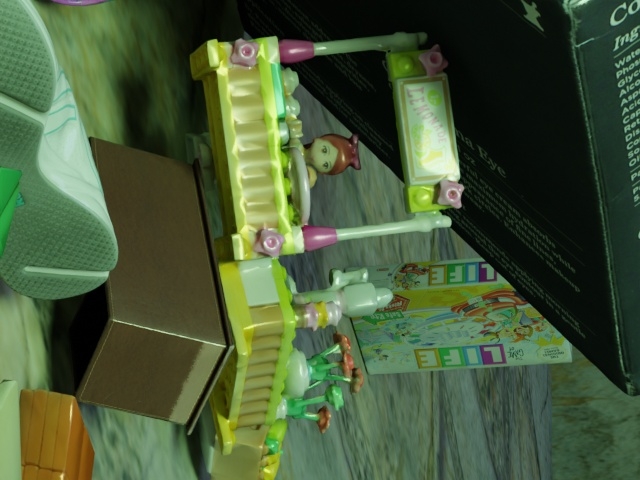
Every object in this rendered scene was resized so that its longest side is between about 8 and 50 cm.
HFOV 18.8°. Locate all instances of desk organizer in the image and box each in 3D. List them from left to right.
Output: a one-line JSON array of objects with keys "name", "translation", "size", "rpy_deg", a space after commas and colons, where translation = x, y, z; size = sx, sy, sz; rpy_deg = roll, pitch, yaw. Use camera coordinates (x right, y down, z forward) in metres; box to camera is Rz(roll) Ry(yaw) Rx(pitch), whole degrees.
[{"name": "desk organizer", "translation": [-0.074, 0.014, 0.790], "size": [0.130, 0.050, 0.047], "rpy_deg": [-105, -145, -53]}]

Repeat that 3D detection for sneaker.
[{"name": "sneaker", "translation": [-0.110, -0.046, 0.658], "size": [0.152, 0.053, 0.061], "rpy_deg": [77, -2, -49]}]

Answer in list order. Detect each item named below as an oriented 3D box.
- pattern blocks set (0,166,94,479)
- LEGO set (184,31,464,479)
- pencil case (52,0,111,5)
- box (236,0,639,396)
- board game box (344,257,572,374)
[{"name": "pattern blocks set", "translation": [-0.107, 0.144, 0.492], "size": [0.285, 0.026, 0.325], "rpy_deg": [-68, 165, -66]}, {"name": "LEGO set", "translation": [0.000, 0.000, 0.877], "size": [0.132, 0.107, 0.287], "rpy_deg": [-126, -149, -65]}, {"name": "pencil case", "translation": [-0.085, -0.171, 0.772], "size": [0.070, 0.064, 0.152], "rpy_deg": [101, -10, -65]}, {"name": "box", "translation": [0.090, -0.154, 0.932], "size": [0.343, 0.179, 0.312], "rpy_deg": [46, -12, 32]}, {"name": "board game box", "translation": [0.102, 0.054, 1.410], "size": [0.103, 0.154, 0.026], "rpy_deg": [72, 17, -50]}]
